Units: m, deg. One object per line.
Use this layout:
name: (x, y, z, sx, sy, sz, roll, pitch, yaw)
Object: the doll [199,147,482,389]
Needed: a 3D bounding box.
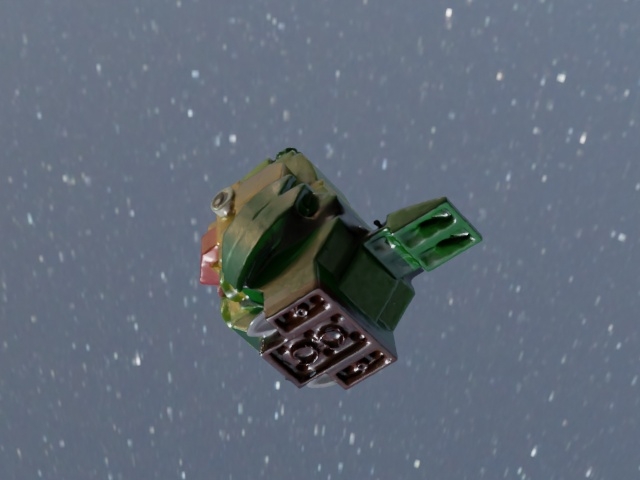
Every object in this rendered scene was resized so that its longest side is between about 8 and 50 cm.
doll: (-0.006, 0.007, 0.844, 0.134, 0.106, 0.186, -51, -146, -3)
